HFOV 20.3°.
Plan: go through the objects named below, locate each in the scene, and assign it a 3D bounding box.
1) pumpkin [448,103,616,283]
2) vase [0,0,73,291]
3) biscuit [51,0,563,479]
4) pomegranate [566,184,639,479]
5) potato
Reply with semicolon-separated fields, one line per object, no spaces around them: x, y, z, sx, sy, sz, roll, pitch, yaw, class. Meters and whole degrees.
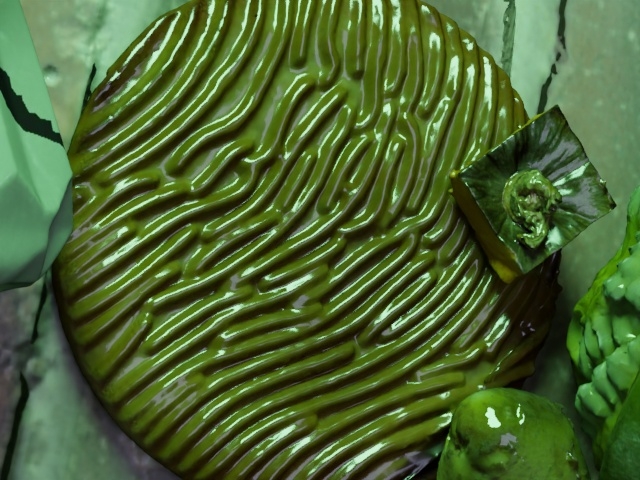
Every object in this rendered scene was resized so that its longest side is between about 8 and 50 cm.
0.121;-0.028;1.035;0.083;0.054;0.074;-35;97;-18;pumpkin
-0.224;-0.147;0.892;0.165;0.165;0.360;-8;87;-22;vase
0.000;0.000;1.033;0.318;0.040;0.318;1;88;-22;biscuit
0.267;0.050;1.002;0.260;0.341;0.260;0;56;-1;pomegranate
0.109;0.167;1.035;0.105;0.085;0.188;-14;117;-17;potato
